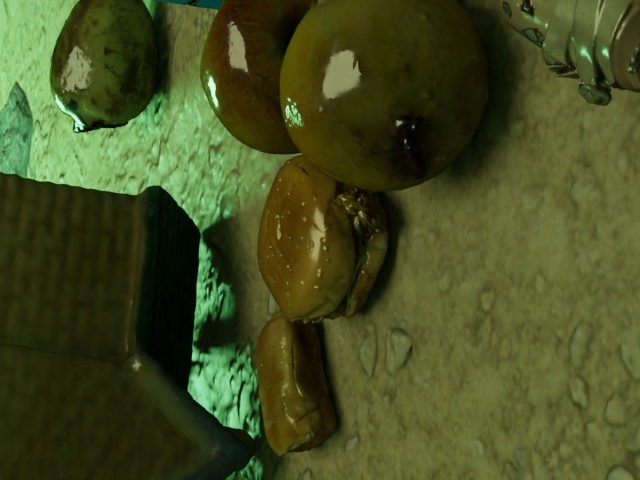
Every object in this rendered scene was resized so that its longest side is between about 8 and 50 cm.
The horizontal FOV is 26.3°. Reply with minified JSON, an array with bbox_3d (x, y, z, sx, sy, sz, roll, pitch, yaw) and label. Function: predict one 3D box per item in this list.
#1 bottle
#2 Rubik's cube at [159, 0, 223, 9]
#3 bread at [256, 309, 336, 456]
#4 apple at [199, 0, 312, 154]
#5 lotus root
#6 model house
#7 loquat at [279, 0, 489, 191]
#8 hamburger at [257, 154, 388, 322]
[{"bbox_3d":[0.188,-0.147,0.895,0.152,0.099,0.099,50,129,46],"label":"bottle"},{"bbox_3d":[-0.098,-0.333,1.336,0.183,0.167,0.180,-9,79,58],"label":"Rubik's cube"},{"bbox_3d":[-0.026,0.133,1.284,0.074,0.053,0.132,-41,51,52],"label":"bread"},{"bbox_3d":[-0.036,-0.156,1.216,0.146,0.163,0.147,-46,10,-17],"label":"apple"},{"bbox_3d":[-0.258,-0.231,1.661,0.138,0.138,0.214,-10,68,60],"label":"lotus root"},{"bbox_3d":[-0.259,0.152,1.448,0.334,0.342,0.382,135,139,-61],"label":"model house"},{"bbox_3d":[0.044,-0.130,1.081,0.172,0.149,0.204,-59,47,34],"label":"loquat"},{"bbox_3d":[0.000,0.000,1.222,0.138,0.083,0.147,54,136,42],"label":"hamburger"}]
